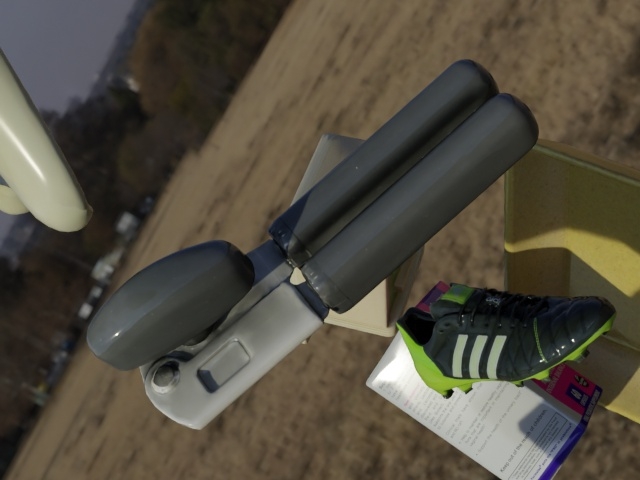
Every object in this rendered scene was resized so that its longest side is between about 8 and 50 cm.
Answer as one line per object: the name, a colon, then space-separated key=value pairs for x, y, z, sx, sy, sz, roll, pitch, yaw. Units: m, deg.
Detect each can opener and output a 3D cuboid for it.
can opener: x=0.000 y=0.000 z=0.730 sx=0.280 sy=0.074 sz=0.093 roll=-38 pitch=-34 yaw=-2

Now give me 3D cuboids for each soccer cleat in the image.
soccer cleat: x=0.116 y=0.059 z=0.845 sx=0.060 sy=0.072 sz=0.179 roll=-41 pitch=10 yaw=-37

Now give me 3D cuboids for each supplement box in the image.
supplement box: x=0.178 y=0.160 z=1.388 sx=0.114 sy=0.220 sz=0.111 roll=-62 pitch=-10 yaw=25

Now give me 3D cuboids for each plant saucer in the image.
plant saucer: x=0.356 y=0.054 z=1.353 sx=0.081 sy=0.332 sz=0.333 roll=-40 pitch=-40 yaw=-34

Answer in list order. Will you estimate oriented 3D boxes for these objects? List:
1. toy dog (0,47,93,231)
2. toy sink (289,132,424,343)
toy dog: x=-0.411 y=-0.043 z=0.811 sx=0.408 sy=0.395 sz=0.284 roll=-35 pitch=25 yaw=-17
toy sink: x=0.046 y=0.015 z=1.522 sx=0.234 sy=0.131 sz=0.153 roll=87 pitch=-159 yaw=-49
